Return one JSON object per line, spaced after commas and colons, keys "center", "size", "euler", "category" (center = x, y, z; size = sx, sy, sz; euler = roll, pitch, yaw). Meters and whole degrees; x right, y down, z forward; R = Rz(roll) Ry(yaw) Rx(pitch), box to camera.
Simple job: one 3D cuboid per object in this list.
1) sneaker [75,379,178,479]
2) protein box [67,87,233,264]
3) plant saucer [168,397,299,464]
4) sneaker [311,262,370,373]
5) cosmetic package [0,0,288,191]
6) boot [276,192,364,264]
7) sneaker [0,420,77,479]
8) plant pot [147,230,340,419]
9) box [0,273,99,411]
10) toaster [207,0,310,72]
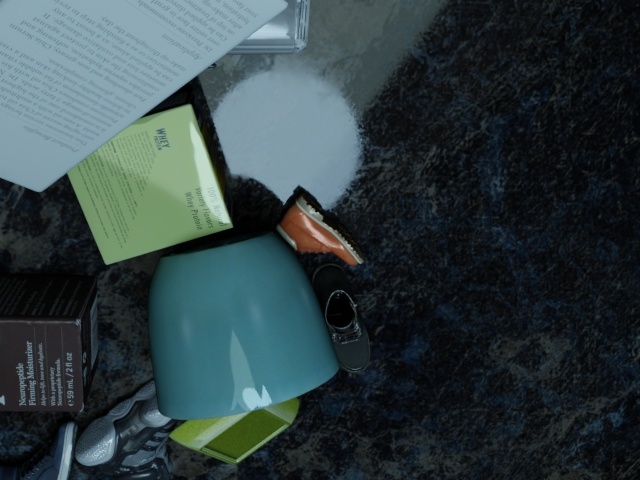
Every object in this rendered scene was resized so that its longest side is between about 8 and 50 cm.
{"center": [-0.290, 0.345, 1.348], "size": [0.269, 0.101, 0.153], "euler": [-32, 120, 3], "category": "sneaker"}
{"center": [-0.258, -0.101, 1.148], "size": [0.201, 0.136, 0.199], "euler": [-17, 112, 0], "category": "protein box"}
{"center": [-0.139, 0.330, 1.331], "size": [0.188, 0.045, 0.188], "euler": [-37, 144, 5], "category": "plant saucer"}
{"center": [0.038, 0.158, 1.299], "size": [0.083, 0.118, 0.222], "euler": [-19, 113, 0], "category": "sneaker"}
{"center": [-0.288, -0.256, 0.878], "size": [0.453, 0.161, 0.230], "euler": [-29, 147, 26], "category": "cosmetic package"}
{"center": [0.000, 0.000, 1.268], "size": [0.158, 0.059, 0.084], "euler": [41, 105, -11], "category": "boot"}
{"center": [-0.532, 0.408, 1.343], "size": [0.164, 0.086, 0.226], "euler": [17, 110, -16], "category": "sneaker"}
{"center": [-0.138, 0.116, 1.180], "size": [0.293, 0.293, 0.235], "euler": [-13, 95, -2], "category": "plant pot"}
{"center": [-0.471, 0.161, 1.208], "size": [0.203, 0.167, 0.168], "euler": [2, 111, -8], "category": "box"}
{"center": [-0.093, -0.351, 1.074], "size": [0.147, 0.129, 0.226], "euler": [0, 109, -10], "category": "toaster"}
